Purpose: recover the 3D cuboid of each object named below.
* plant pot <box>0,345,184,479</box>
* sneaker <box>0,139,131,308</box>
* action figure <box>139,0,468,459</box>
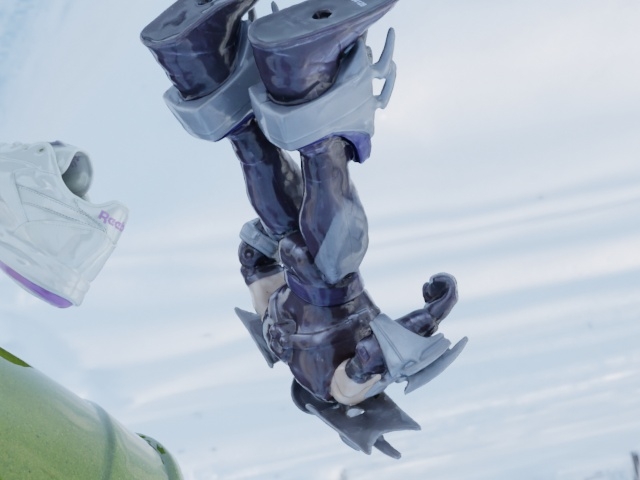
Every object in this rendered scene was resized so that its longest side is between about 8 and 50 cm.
[{"bbox_3d":[-0.351,0.184,0.875,0.366,0.366,0.353,-22,122,34],"label":"plant pot"},{"bbox_3d":[-0.325,-0.056,1.283,0.152,0.305,0.114,-53,157,-5],"label":"sneaker"},{"bbox_3d":[0.000,0.000,0.662,0.099,0.185,0.285,-34,131,-27],"label":"action figure"}]
